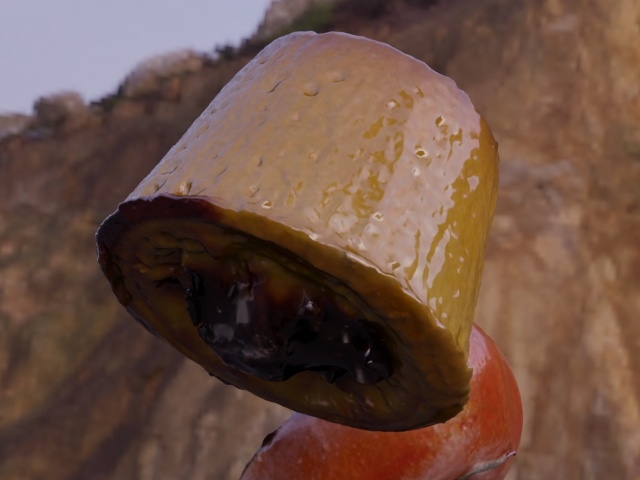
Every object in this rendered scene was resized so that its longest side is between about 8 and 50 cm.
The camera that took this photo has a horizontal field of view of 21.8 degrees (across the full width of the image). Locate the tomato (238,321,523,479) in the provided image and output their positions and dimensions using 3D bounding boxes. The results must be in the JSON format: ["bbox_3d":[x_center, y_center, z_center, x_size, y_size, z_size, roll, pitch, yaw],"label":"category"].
[{"bbox_3d":[0.051,0.160,1.145,0.095,0.237,0.237,50,5,23],"label":"tomato"}]

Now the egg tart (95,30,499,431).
[{"bbox_3d":[0.000,0.000,0.888,0.215,0.171,0.215,21,-28,12],"label":"egg tart"}]
